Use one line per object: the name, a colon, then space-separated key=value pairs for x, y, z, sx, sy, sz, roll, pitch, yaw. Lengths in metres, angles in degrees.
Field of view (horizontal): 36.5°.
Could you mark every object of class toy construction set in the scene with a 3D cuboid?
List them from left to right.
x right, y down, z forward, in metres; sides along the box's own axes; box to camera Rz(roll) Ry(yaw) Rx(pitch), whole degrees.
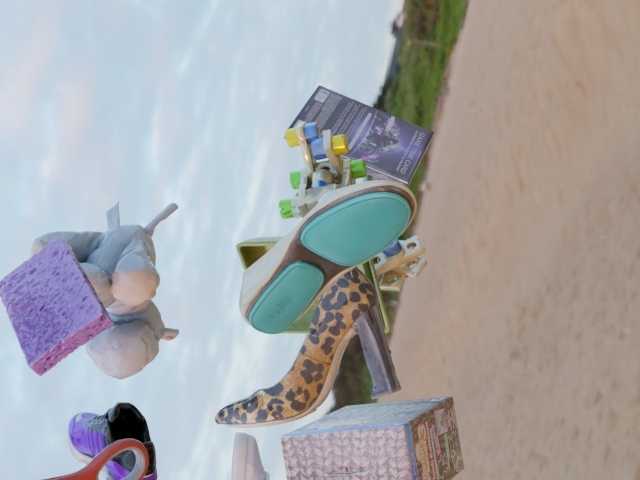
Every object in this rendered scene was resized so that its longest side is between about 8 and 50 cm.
toy construction set: x=0.041 y=-0.012 z=1.497 sx=0.328 sy=0.151 sz=0.215 roll=50 pitch=-152 yaw=-37

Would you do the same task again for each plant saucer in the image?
plant saucer: x=-0.004 y=0.055 z=1.370 sx=0.045 sy=0.188 sz=0.188 roll=-74 pitch=-23 yaw=-43

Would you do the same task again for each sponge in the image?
sponge: x=-0.364 y=0.085 z=1.311 sx=0.210 sy=0.117 sz=0.031 roll=46 pitch=171 yaw=48

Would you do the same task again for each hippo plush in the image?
hippo plush: x=-0.369 y=0.103 z=1.663 sx=0.294 sy=0.234 sz=0.237 roll=-90 pitch=0 yaw=-62

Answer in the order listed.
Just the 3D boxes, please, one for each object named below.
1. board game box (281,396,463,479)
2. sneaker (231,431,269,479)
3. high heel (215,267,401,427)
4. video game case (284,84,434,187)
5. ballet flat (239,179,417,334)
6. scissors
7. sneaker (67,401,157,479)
board game box: x=0.101 y=0.383 z=1.742 sx=0.291 sy=0.232 sz=0.141 roll=-3 pitch=-96 yaw=-67
sneaker: x=-0.078 y=0.484 z=1.751 sx=0.108 sy=0.169 sz=0.293 roll=-102 pitch=10 yaw=-82
high heel: x=-0.037 y=0.142 z=1.292 sx=0.093 sy=0.261 sz=0.186 roll=8 pitch=-115 yaw=-78
video game case: x=0.085 y=-0.221 z=2.041 sx=0.196 sy=0.274 sz=0.026 roll=-60 pitch=-9 yaw=-45
ballet flat: x=0.000 y=0.000 z=0.963 sx=0.248 sy=0.086 sz=0.086 roll=-41 pitch=18 yaw=34
scissors: x=-0.290 y=0.265 z=0.964 sx=0.297 sy=0.021 sz=0.109 roll=1 pitch=-84 yaw=-44
sneaker: x=-0.370 y=0.351 z=1.757 sx=0.293 sy=0.102 sz=0.146 roll=26 pitch=113 yaw=50
